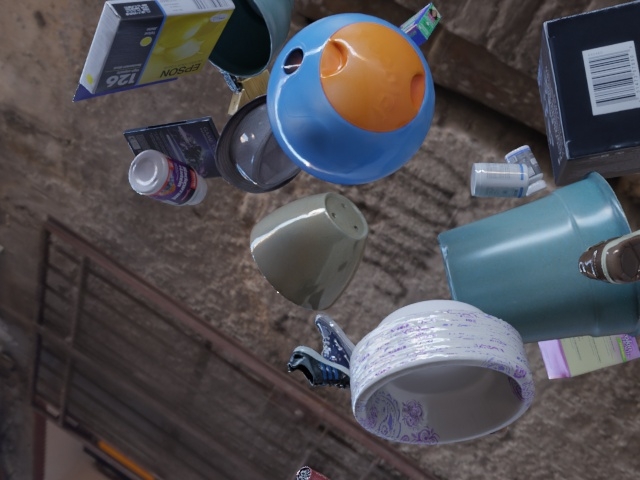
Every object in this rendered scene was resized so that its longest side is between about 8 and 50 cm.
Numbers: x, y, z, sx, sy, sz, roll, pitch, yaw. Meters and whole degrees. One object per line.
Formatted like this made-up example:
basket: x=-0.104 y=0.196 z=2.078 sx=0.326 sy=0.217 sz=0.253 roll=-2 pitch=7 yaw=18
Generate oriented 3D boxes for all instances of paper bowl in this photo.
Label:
paper bowl: x=0.188 y=0.203 z=1.145 sx=0.284 sy=0.284 sz=0.148 roll=111 pitch=163 yaw=-48

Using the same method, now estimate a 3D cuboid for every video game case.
video game case: x=-0.404 y=-0.252 z=2.045 sx=0.026 sy=0.274 sz=0.196 roll=-77 pitch=-26 yaw=-45

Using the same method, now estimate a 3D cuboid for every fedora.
fedora: x=-0.116 y=-0.220 z=1.739 sx=0.275 sy=0.243 sz=0.124 roll=-49 pitch=34 yaw=5

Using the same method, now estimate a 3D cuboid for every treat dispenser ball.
treat dispenser ball: x=0.051 y=-0.240 z=1.224 sx=0.288 sy=0.288 sz=0.288 roll=-57 pitch=-9 yaw=-14

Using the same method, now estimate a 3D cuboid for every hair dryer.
hair dryer: x=0.046 y=0.624 z=1.589 sx=0.080 sy=0.293 sz=0.223 roll=-37 pitch=-2 yaw=-11

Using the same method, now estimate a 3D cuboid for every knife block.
knife block: x=-0.189 y=-0.490 z=2.247 sx=0.088 sy=0.275 sz=0.242 roll=31 pitch=104 yaw=62

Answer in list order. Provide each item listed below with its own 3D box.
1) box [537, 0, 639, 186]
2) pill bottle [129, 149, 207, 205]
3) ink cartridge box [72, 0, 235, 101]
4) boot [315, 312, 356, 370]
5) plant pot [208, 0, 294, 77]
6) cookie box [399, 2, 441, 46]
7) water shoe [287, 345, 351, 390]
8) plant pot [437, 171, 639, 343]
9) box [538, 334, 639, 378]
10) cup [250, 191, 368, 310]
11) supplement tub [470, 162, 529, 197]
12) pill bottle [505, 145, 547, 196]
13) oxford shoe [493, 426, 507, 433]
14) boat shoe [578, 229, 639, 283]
box: x=0.616 y=-0.304 z=1.581 sx=0.395 sy=0.212 sz=0.294 roll=16 pitch=-114 yaw=-74
pill bottle: x=-0.363 y=-0.144 z=1.730 sx=0.108 sy=0.108 sz=0.193 roll=-60 pitch=-27 yaw=5
ink cartridge box: x=-0.378 y=-0.420 z=1.605 sx=0.303 sy=0.072 sz=0.307 roll=-26 pitch=-17 yaw=-42
boot: x=0.030 y=0.290 z=1.973 sx=0.086 sy=0.190 sz=0.069 roll=-33 pitch=-26 yaw=-26
plant pot: x=-0.190 y=-0.603 z=1.854 sx=0.196 sy=0.293 sz=0.293 roll=-50 pitch=-12 yaw=-33
cookie box: x=0.191 y=-0.425 z=1.457 sx=0.092 sy=0.040 sz=0.107 roll=-28 pitch=23 yaw=44
water shoe: x=0.008 y=0.357 z=1.866 sx=0.080 sy=0.203 sz=0.073 roll=-57 pitch=-8 yaw=-35
plant pot: x=0.430 y=0.068 z=1.453 sx=0.334 sy=0.341 sz=0.341 roll=-15 pitch=-4 yaw=8
box: x=0.753 y=0.263 z=2.039 sx=0.243 sy=0.214 sz=0.117 roll=-11 pitch=-10 yaw=-17
cup: x=0.000 y=0.000 z=2.033 sx=0.237 sy=0.331 sz=0.331 roll=-43 pitch=1 yaw=32
supplement tub: x=0.366 y=-0.123 z=1.454 sx=0.071 sy=0.107 sz=0.071 roll=3 pitch=-90 yaw=-87
pill bottle: x=0.609 y=-0.204 z=2.102 sx=0.078 sy=0.137 sz=0.078 roll=-24 pitch=-8 yaw=-4
oxford shoe: x=0.450 y=0.436 z=1.953 sx=0.076 sy=0.212 sz=0.076 roll=21 pitch=-49 yaw=-40
boat shoe: x=0.527 y=0.021 z=1.178 sx=0.095 sy=0.257 sz=0.095 roll=-12 pitch=82 yaw=57
